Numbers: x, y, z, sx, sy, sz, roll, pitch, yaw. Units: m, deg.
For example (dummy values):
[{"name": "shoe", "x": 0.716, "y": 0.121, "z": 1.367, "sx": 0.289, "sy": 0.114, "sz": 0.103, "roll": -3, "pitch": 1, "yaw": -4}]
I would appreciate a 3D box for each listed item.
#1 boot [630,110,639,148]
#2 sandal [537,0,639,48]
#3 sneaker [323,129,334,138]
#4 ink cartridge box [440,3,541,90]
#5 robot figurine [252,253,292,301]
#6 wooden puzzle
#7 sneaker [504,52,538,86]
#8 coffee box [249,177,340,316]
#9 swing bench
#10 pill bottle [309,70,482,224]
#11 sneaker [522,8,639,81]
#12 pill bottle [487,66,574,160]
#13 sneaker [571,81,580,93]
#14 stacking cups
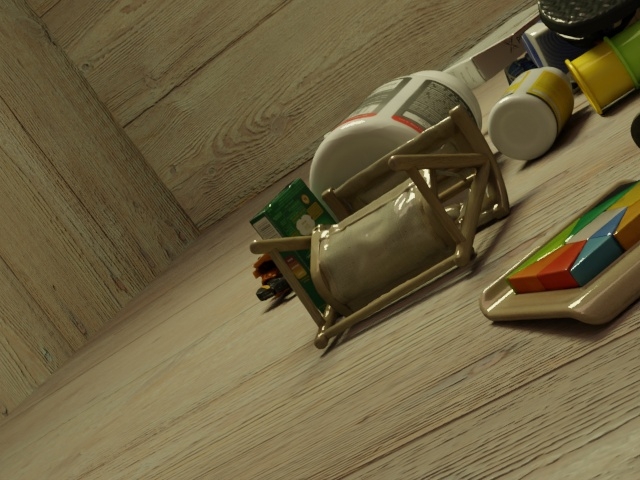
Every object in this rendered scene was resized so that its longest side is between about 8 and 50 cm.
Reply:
[{"name": "boot", "x": 0.433, "y": -0.172, "z": 1.249, "sx": 0.189, "sy": 0.076, "sz": 0.208, "roll": -15, "pitch": 25, "yaw": 31}, {"name": "sandal", "x": 0.422, "y": -0.379, "z": 1.838, "sx": 0.167, "sy": 0.107, "sz": 0.446, "roll": -15, "pitch": 23, "yaw": 13}, {"name": "sneaker", "x": 0.114, "y": -0.144, "z": 2.115, "sx": 0.108, "sy": 0.169, "sz": 0.292, "roll": -17, "pitch": 2, "yaw": 29}, {"name": "ink cartridge box", "x": 0.365, "y": -0.373, "z": 2.184, "sx": 0.275, "sy": 0.060, "sz": 0.239, "roll": -39, "pitch": 10, "yaw": -33}, {"name": "robot figurine", "x": 0.000, "y": 0.000, "z": 2.072, "sx": 0.291, "sy": 0.085, "sz": 0.211, "roll": -32, "pitch": 8, "yaw": 26}, {"name": "wooden puzzle", "x": 0.265, "y": -0.004, "z": 1.091, "sx": 0.221, "sy": 0.044, "sz": 0.238, "roll": -38, "pitch": 8, "yaw": -12}, {"name": "sneaker", "x": 0.385, "y": -0.298, "z": 2.180, "sx": 0.080, "sy": 0.081, "sz": 0.211, "roll": -35, "pitch": 9, "yaw": -6}, {"name": "coffee box", "x": -0.009, "y": 0.013, "z": 1.675, "sx": 0.040, "sy": 0.184, "sz": 0.113, "roll": -33, "pitch": 9, "yaw": 40}, {"name": "swing bench", "x": 0.092, "y": -0.022, "z": 1.547, "sx": 0.253, "sy": 0.165, "sz": 0.254, "roll": -32, "pitch": 3, "yaw": 32}, {"name": "pill bottle", "x": 0.134, "y": -0.138, "z": 1.847, "sx": 0.210, "sy": 0.210, "sz": 0.363, "roll": -32, "pitch": 8, "yaw": 29}, {"name": "sneaker", "x": 0.478, "y": -0.394, "z": 2.012, "sx": 0.315, "sy": 0.127, "sz": 0.182, "roll": -30, "pitch": 29, "yaw": -3}, {"name": "pill bottle", "x": 0.321, "y": -0.197, "z": 1.775, "sx": 0.103, "sy": 0.103, "sz": 0.184, "roll": -31, "pitch": 9, "yaw": 34}, {"name": "sneaker", "x": 0.429, "y": -0.273, "z": 2.007, "sx": 0.083, "sy": 0.037, "sz": 0.032, "roll": -41, "pitch": 11, "yaw": -22}, {"name": "stacking cups", "x": 0.500, "y": -0.302, "z": 1.660, "sx": 0.316, "sy": 0.096, "sz": 0.096, "roll": -34, "pitch": 8, "yaw": 14}]
